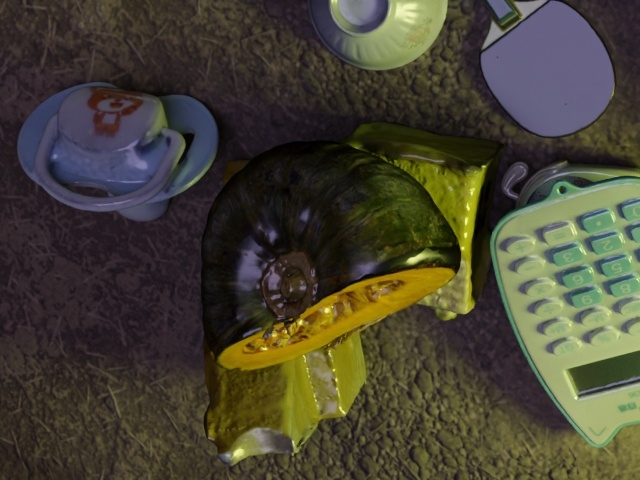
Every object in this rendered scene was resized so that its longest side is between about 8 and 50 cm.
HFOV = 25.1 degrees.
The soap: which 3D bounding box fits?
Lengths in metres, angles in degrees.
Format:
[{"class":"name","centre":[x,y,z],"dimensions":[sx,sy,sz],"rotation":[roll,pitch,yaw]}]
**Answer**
[{"class":"soap","centre":[-0.070,0.074,1.839],"dimensions":[0.169,0.304,0.339],"rotation":[-9,101,16]}]

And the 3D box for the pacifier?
[{"class":"pacifier","centre":[-0.271,-0.097,1.950],"dimensions":[0.279,0.227,0.207],"rotation":[11,147,15]}]

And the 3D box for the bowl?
[{"class":"bowl","centre":[0.059,-0.303,1.818],"dimensions":[0.189,0.086,0.189],"rotation":[4,104,17]}]

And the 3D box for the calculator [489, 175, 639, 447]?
[{"class":"calculator","centre":[0.364,0.081,1.781],"dimensions":[0.256,0.054,0.386],"rotation":[-18,119,21]}]

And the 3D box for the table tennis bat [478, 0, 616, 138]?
[{"class":"table tennis bat","centre":[0.256,-0.252,1.804],"dimensions":[0.154,0.021,0.274],"rotation":[-36,93,22]}]

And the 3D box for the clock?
[{"class":"clock","centre":[0.319,-0.030,1.815],"dimensions":[0.191,0.062,0.151],"rotation":[11,109,15]}]

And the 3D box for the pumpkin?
[{"class":"pumpkin","centre":[0.000,0.000,1.701],"dimensions":[0.325,0.242,0.232],"rotation":[-24,68,23]}]

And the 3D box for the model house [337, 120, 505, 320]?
[{"class":"model house","centre":[0.117,-0.018,1.824],"dimensions":[0.193,0.175,0.234],"rotation":[10,103,15]}]
